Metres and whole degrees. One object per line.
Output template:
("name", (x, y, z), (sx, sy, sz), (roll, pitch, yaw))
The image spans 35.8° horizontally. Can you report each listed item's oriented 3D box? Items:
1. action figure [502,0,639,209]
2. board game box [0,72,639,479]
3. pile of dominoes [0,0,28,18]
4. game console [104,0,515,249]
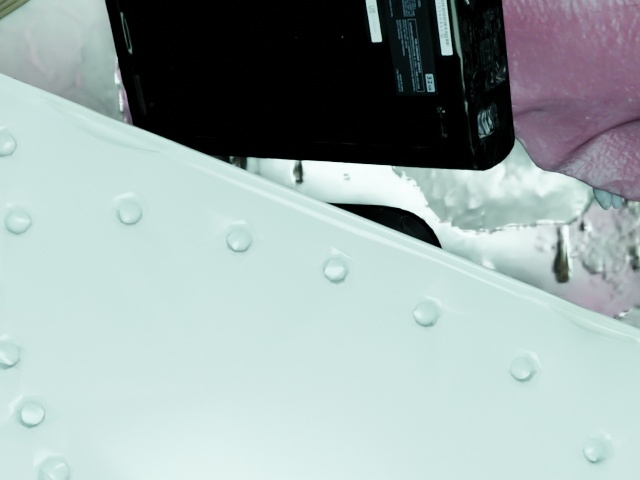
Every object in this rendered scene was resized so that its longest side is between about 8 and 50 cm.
("action figure", (0.240, -0.138, 0.406), (0.248, 0.370, 0.276), (-1, 76, -42))
("board game box", (-0.058, 0.173, 0.361), (0.389, 0.050, 0.390), (22, 80, -2))
("pile of dominoes", (-0.252, -0.225, 0.539), (0.196, 0.040, 0.251), (-32, 86, 3))
("game console", (0.000, 0.000, 0.503), (0.213, 0.044, 0.362), (8, 115, 38))
